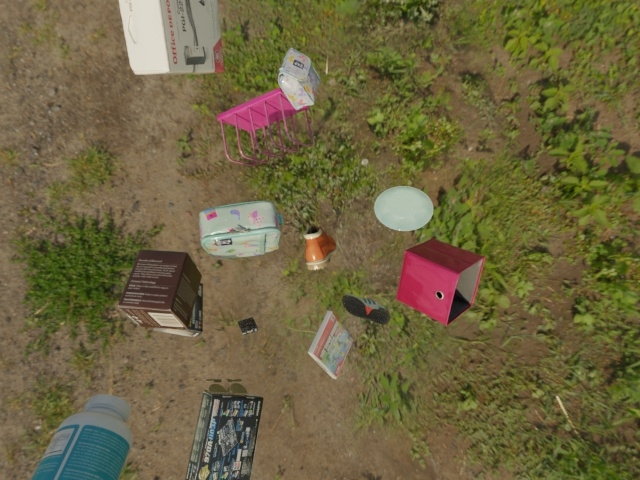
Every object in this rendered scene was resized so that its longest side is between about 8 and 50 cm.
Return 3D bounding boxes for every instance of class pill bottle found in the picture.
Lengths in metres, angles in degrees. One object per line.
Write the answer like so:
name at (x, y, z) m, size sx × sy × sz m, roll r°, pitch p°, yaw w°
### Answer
pill bottle at (-0.457, 0.438, 0.784) m, size 0.146 × 0.146 × 0.264 m, roll -5°, pitch 37°, yaw 5°

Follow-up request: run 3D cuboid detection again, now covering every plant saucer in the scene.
plant saucer at (0.280, -0.114, 1.380) m, size 0.194 × 0.195 × 0.038 m, roll 9°, pitch 45°, yaw 7°

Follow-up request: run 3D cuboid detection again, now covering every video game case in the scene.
video game case at (0.051, 0.461, 1.800) m, size 0.025 × 0.285 × 0.204 m, roll 9°, pitch 58°, yaw 33°

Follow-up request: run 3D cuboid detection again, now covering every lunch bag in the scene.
lunch bag at (-0.219, -0.023, 1.168) m, size 0.223 × 0.279 × 0.108 m, roll -5°, pitch 79°, yaw -8°
lunch bag at (-0.040, -0.296, 0.748) m, size 0.053 × 0.083 × 0.071 m, roll -8°, pitch 52°, yaw 32°

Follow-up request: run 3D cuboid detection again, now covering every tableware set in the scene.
tableware set at (-0.402, 0.661, 1.768) m, size 0.039 × 0.194 × 0.128 m, roll -55°, pitch 47°, yaw 16°

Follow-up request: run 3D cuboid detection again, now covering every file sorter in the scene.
file sorter at (-0.201, -0.407, 1.540) m, size 0.290 × 0.202 × 0.183 m, roll -13°, pitch 85°, yaw 27°

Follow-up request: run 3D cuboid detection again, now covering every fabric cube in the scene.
fabric cube at (0.522, 0.168, 1.797) m, size 0.258 × 0.258 × 0.255 m, roll 26°, pitch 121°, yaw 37°

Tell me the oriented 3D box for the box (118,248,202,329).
box at (-0.504, 0.160, 1.316) m, size 0.166 × 0.169 × 0.203 m, roll 3°, pitch 57°, yaw 5°

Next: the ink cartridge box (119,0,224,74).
ink cartridge box at (-0.299, -0.432, 0.856) m, size 0.092 × 0.218 × 0.159 m, roll 6°, pitch 113°, yaw 18°

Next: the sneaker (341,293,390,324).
sneaker at (0.145, 0.213, 1.294) m, size 0.161 × 0.075 × 0.057 m, roll 21°, pitch 99°, yaw 11°

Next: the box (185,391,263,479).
box at (-0.251, 0.528, 1.100) m, size 0.051 × 0.175 × 0.221 m, roll -8°, pitch 68°, yaw 45°

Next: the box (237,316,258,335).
box at (-0.301, 0.355, 1.701) m, size 0.067 × 0.083 × 0.018 m, roll -15°, pitch 117°, yaw -19°

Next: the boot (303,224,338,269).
boot at (0.000, 0.000, 0.908) m, size 0.059 × 0.158 × 0.085 m, roll -10°, pitch 103°, yaw 13°

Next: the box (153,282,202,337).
box at (-0.568, 0.261, 1.652) m, size 0.056 × 0.182 × 0.231 m, roll -39°, pitch 45°, yaw 31°
